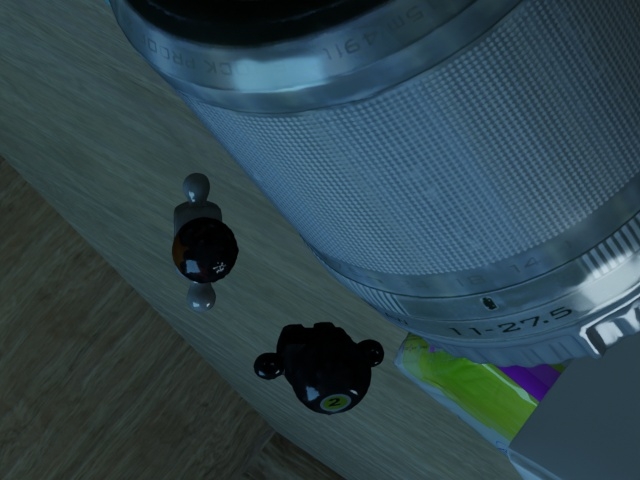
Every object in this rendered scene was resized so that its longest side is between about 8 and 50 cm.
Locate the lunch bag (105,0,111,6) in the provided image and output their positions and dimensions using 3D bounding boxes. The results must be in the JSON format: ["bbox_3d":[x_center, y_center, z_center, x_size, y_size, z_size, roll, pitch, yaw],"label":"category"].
[{"bbox_3d":[-0.027,-0.143,1.247,0.279,0.108,0.224,37,169,9],"label":"lunch bag"}]

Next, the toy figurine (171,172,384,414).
[{"bbox_3d":[0.000,0.000,1.490,0.209,0.213,0.148,45,-179,-11],"label":"toy figurine"}]

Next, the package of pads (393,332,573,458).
[{"bbox_3d":[0.192,0.132,1.704,0.229,0.101,0.296,39,169,-5],"label":"package of pads"}]

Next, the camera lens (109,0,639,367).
[{"bbox_3d":[0.054,-0.095,0.863,0.219,0.219,0.274,29,167,42],"label":"camera lens"}]

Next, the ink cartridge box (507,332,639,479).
[{"bbox_3d":[0.250,0.134,1.239,0.115,0.198,0.273,30,167,35],"label":"ink cartridge box"}]
